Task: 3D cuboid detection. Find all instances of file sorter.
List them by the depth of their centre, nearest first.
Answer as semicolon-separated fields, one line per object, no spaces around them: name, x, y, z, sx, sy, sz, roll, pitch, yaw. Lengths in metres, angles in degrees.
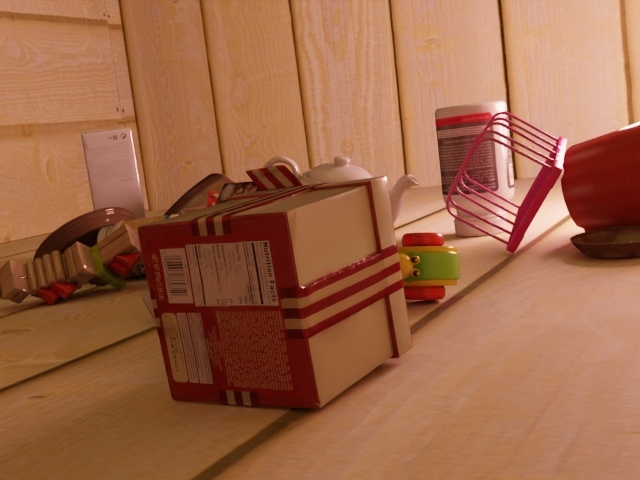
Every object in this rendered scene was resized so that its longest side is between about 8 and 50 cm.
file sorter;0.399;-0.142;1.818;0.182;0.202;0.291;29;25;7

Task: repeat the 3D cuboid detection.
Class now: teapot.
teapot;0.031;-0.086;1.766;0.256;0.187;0.252;-7;20;-28

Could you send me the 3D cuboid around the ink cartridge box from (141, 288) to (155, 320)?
ink cartridge box;-0.148;0.033;1.512;0.332;0.065;0.165;-27;8;13

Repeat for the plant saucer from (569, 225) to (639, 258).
plant saucer;0.574;0.004;1.582;0.198;0.036;0.198;-6;7;1

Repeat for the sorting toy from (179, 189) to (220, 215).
sorting toy;-0.184;-0.051;2.111;0.257;0.089;0.255;-12;38;-32

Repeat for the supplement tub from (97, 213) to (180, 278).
supplement tub;-0.429;0.016;2.056;0.199;0.144;0.144;-6;7;7

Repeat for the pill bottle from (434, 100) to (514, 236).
pill bottle;0.383;-0.176;2.068;0.176;0.319;0.176;-7;7;1

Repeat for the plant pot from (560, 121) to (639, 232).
plant pot;0.674;-0.134;1.776;0.265;0.272;0.272;-11;3;43

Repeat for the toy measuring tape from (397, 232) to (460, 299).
toy measuring tape;0.196;0.044;1.419;0.121;0.121;0.330;-4;-3;25

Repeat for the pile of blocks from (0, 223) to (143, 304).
pile of blocks;-0.543;0.090;1.864;0.362;0.149;0.113;-18;52;-10

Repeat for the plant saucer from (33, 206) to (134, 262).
plant saucer;-0.597;0.014;2.155;0.278;0.041;0.278;-32;-17;-11

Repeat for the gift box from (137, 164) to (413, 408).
gift box;-0.057;0.045;1.038;0.276;0.255;0.258;2;13;33

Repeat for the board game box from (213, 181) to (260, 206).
board game box;-0.184;-0.008;1.729;0.165;0.243;0.042;0;-29;47

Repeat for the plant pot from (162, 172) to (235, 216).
plant pot;-0.351;-0.050;2.407;0.215;0.215;0.230;0;25;46

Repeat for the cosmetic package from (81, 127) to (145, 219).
cosmetic package;-0.630;-0.145;2.593;0.156;0.385;0.217;-8;5;-12
